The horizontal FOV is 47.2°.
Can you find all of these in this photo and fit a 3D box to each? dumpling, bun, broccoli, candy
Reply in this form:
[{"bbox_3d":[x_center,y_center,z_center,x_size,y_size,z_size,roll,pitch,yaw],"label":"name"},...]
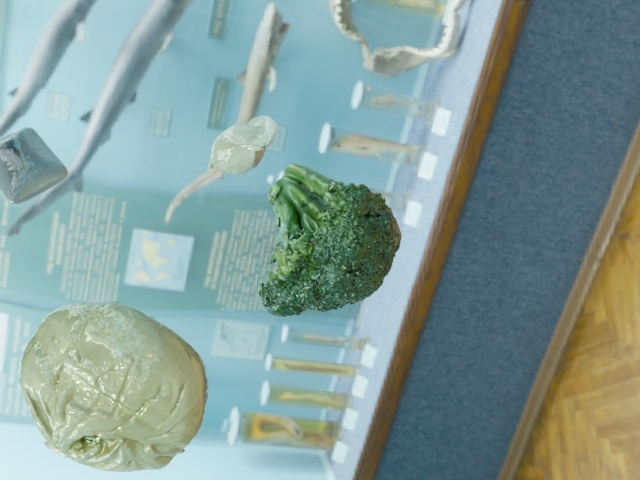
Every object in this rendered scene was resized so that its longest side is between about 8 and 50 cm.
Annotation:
[{"bbox_3d":[-0.203,-0.248,1.884,0.216,0.126,0.166,-52,12,49],"label":"dumpling"},{"bbox_3d":[-0.245,0.185,0.863,0.229,0.229,0.145,116,176,-47],"label":"bun"},{"bbox_3d":[0.000,0.000,1.222,0.245,0.265,0.294,50,138,24],"label":"broccoli"},{"bbox_3d":[-0.634,-0.162,1.554,0.174,0.138,0.071,44,155,26],"label":"candy"}]

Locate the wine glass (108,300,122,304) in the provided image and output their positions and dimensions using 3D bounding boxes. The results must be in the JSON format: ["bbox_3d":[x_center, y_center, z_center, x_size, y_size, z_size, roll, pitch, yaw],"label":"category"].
[{"bbox_3d":[-0.590,0.220,1.950,0.155,0.073,0.073,-39,-32,-62],"label":"wine glass"}]
